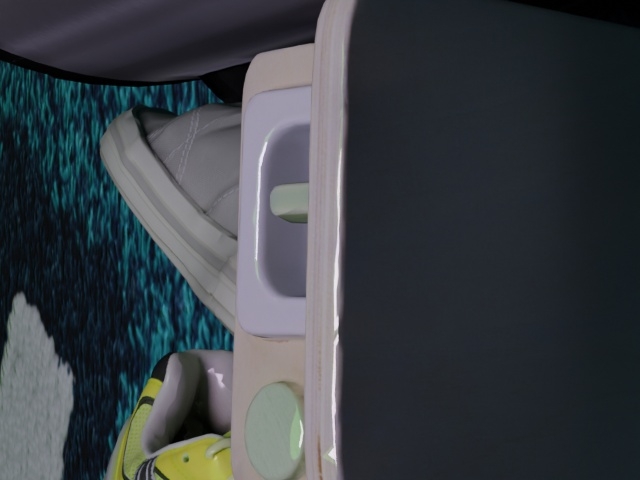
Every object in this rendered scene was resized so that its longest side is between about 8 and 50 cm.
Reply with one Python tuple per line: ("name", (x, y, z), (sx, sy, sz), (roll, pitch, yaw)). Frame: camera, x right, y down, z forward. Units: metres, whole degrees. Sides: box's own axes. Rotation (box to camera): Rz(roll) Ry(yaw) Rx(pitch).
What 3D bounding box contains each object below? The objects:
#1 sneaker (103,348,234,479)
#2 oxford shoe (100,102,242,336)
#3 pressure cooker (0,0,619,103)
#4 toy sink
("sneaker", (-0.034, 0.173, 0.927), (0.385, 0.145, 0.147), (-144, 55, -60))
("oxford shoe", (0.000, 0.000, 0.920), (0.130, 0.169, 0.449), (-44, 19, -4))
("pressure cooker", (-0.042, -0.249, 0.739), (0.420, 0.370, 0.375), (-5, 79, 61))
("toy sink", (0.052, 0.011, 0.635), (0.131, 0.234, 0.152), (-4, 84, 49))
